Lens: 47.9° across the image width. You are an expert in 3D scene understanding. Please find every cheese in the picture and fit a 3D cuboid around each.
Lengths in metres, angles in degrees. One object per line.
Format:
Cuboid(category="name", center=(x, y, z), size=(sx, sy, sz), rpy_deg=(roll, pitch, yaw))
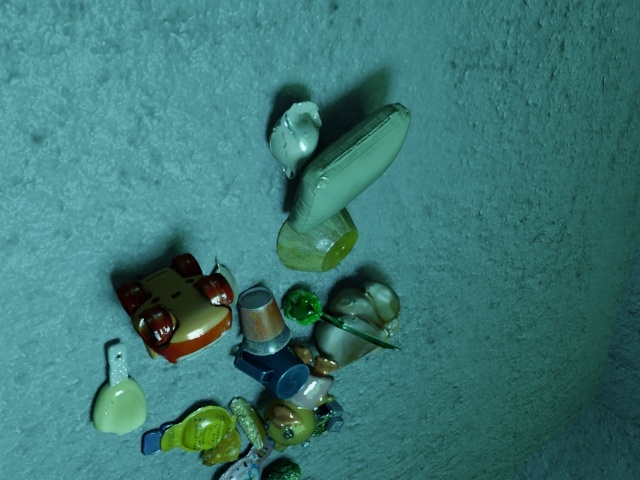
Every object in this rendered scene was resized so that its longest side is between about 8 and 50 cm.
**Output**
Cuboid(category="cheese", center=(-0.332, 0.489, 1.840), size=(0.250, 0.064, 0.156), rpy_deg=(-7, 122, -31))
Cuboid(category="cheese", center=(-0.215, 0.672, 2.088), size=(0.286, 0.074, 0.189), rpy_deg=(-53, 144, -12))
Cuboid(category="cheese", center=(-0.452, 0.332, 1.610), size=(0.127, 0.050, 0.255), rpy_deg=(-19, 129, -33))

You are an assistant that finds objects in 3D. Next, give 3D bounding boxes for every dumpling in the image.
Cuboid(category="dumpling", center=(-0.048, -0.224, 1.560), size=(0.127, 0.108, 0.188), rpy_deg=(-49, 149, -44))

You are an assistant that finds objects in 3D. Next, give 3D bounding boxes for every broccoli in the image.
Cuboid(category="broccoli", center=(-0.105, 0.803, 2.166), size=(0.242, 0.269, 0.261), rpy_deg=(26, 75, -27))

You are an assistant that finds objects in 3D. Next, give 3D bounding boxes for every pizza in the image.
Cuboid(category="pizza", center=(-0.273, 0.563, 1.972), size=(0.131, 0.041, 0.178), rpy_deg=(-44, 141, -15))

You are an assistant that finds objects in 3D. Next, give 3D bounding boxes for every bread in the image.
Cuboid(category="bread", center=(-0.181, 0.505, 1.946), size=(0.054, 0.136, 0.154), rpy_deg=(-33, 137, 3))

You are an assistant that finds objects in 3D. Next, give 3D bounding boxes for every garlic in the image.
Cuboid(category="garlic", center=(0.099, 0.232, 2.023), size=(0.279, 0.132, 0.325), rpy_deg=(-55, 144, 1))
Cuboid(category="garlic", center=(-0.226, 0.124, 1.664), size=(0.084, 0.066, 0.152), rpy_deg=(14, 110, -47))

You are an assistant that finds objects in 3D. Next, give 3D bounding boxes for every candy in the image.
Cuboid(category="candy", center=(0.056, 0.218, 1.850), size=(0.097, 0.323, 0.097), rpy_deg=(24, 90, -85))

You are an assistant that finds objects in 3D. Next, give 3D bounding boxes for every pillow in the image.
Cuboid(category="pillow", center=(0.063, -0.163, 1.641), size=(0.322, 0.120, 0.255), rpy_deg=(-42, 171, -26))

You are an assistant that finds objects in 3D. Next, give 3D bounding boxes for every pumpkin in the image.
Cuboid(category="pumpkin", center=(0.010, 0.003, 1.788), size=(0.217, 0.110, 0.217), rpy_deg=(-32, 139, -33))

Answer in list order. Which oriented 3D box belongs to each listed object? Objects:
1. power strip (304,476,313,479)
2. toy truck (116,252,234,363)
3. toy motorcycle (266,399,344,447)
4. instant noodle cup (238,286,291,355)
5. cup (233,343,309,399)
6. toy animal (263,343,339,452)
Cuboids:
Cuboid(category="power strip", center=(-0.118, 0.883, 2.367), size=(0.270, 0.046, 0.118), rpy_deg=(-22, 135, -34))
Cuboid(category="toy truck", center=(-0.286, 0.174, 1.500), size=(0.189, 0.265, 0.239), rpy_deg=(-29, 125, -25))
Cuboid(category="toy motorcycle", center=(-0.031, 0.516, 2.125), size=(0.275, 0.125, 0.187), rpy_deg=(11, 120, -51))
Cuboid(category="instant noodle cup", center=(-0.145, 0.191, 1.768), size=(0.127, 0.127, 0.135), rpy_deg=(-31, 128, -26))
Cuboid(category="cup", center=(-0.130, 0.319, 1.839), size=(0.176, 0.155, 0.131), rpy_deg=(1, 117, -47))
Cuboid(category="toy animal", center=(-0.064, 0.435, 1.949), size=(0.281, 0.195, 0.169), rpy_deg=(-65, 155, -13))
